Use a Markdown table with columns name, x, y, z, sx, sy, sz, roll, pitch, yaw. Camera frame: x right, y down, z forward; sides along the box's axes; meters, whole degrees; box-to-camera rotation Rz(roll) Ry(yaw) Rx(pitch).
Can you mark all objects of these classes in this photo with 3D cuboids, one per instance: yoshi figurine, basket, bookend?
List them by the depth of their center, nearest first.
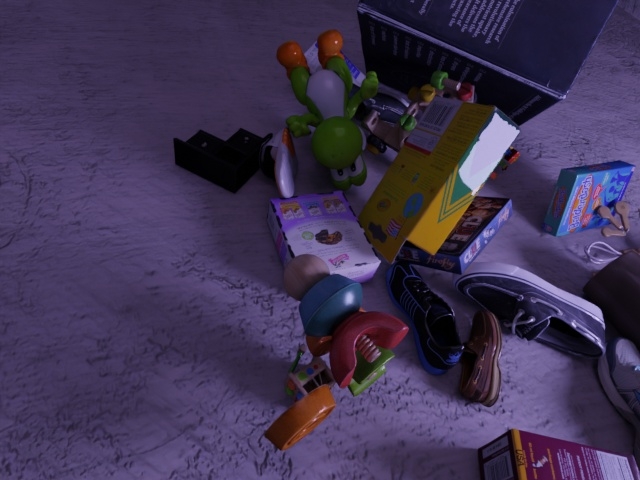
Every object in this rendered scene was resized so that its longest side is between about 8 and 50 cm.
| name | x | y | z | sx | sy | sz | roll | pitch | yaw |
| --- | --- | --- | --- | --- | --- | --- | --- | --- | --- |
| basket | 0.660 | 0.143 | 0.838 | 0.204 | 0.154 | 0.227 | -17 | 53 | -26 |
| bookend | -0.214 | -0.205 | 0.951 | 0.156 | 0.072 | 0.157 | 27 | 49 | 9 |
| yoshi figurine | 0.021 | -0.298 | 0.954 | 0.202 | 0.203 | 0.363 | -8 | 77 | -42 |

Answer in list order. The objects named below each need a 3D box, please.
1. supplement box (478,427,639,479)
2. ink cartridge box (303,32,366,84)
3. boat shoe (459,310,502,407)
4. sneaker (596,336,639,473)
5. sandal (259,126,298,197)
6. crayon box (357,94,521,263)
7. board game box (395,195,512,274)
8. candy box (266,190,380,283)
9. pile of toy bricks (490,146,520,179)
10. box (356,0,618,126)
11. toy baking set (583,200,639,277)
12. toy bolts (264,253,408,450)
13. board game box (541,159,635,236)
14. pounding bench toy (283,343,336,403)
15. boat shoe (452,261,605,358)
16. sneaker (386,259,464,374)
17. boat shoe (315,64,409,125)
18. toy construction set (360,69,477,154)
| name | x | y | z | sx | sy | sz | roll | pitch | yaw |
| --- | --- | --- | --- | --- | --- | --- | --- | --- | --- |
| supplement box | 0.341 | 0.344 | 0.608 | 0.188 | 0.104 | 0.081 | 14 | 48 | -4 |
| ink cartridge box | 0.040 | -0.492 | 1.258 | 0.208 | 0.045 | 0.206 | 41 | 48 | -15 |
| boat shoe | 0.277 | 0.196 | 0.744 | 0.060 | 0.064 | 0.178 | 19 | 51 | 0 |
| sneaker | 0.582 | 0.283 | 0.710 | 0.109 | 0.122 | 0.283 | 7 | 49 | -9 |
| sandal | -0.098 | -0.168 | 0.908 | 0.076 | 0.102 | 0.265 | -11 | 29 | 7 |
| crayon box | 0.207 | -0.113 | 0.827 | 0.081 | 0.319 | 0.202 | 27 | 14 | -26 |
| board game box | 0.274 | -0.025 | 0.891 | 0.164 | 0.042 | 0.243 | 11 | 37 | 42 |
| candy box | 0.000 | 0.000 | 0.834 | 0.164 | 0.070 | 0.196 | -8 | 53 | -21 |
| pile of toy bricks | 0.468 | -0.230 | 1.147 | 0.105 | 0.118 | 0.212 | 30 | 25 | -26 |
| box | 0.375 | -0.522 | 1.072 | 0.471 | 0.298 | 0.480 | 29 | 8 | 5 |
| toy baking set | 0.728 | 0.021 | 1.004 | 0.196 | 0.030 | 0.256 | 27 | 71 | 3 |
| toy bolts | -0.012 | 0.129 | 0.554 | 0.218 | 0.229 | 0.158 | -30 | 63 | -24 |
| board game box | 0.650 | -0.103 | 1.030 | 0.210 | 0.160 | 0.047 | -11 | 32 | -22 |
| pounding bench toy | -0.028 | 0.211 | 0.659 | 0.065 | 0.052 | 0.083 | -27 | 62 | -32 |
| boat shoe | 0.393 | 0.138 | 0.804 | 0.300 | 0.108 | 0.102 | 24 | 49 | -2 |
| sneaker | 0.191 | 0.119 | 0.769 | 0.081 | 0.091 | 0.233 | -6 | 53 | -19 |
| boat shoe | 0.113 | -0.370 | 1.162 | 0.302 | 0.114 | 0.091 | 19 | 73 | -10 |
| toy construction set | 0.250 | -0.300 | 1.081 | 0.237 | 0.258 | 0.308 | 31 | 28 | 28 |
